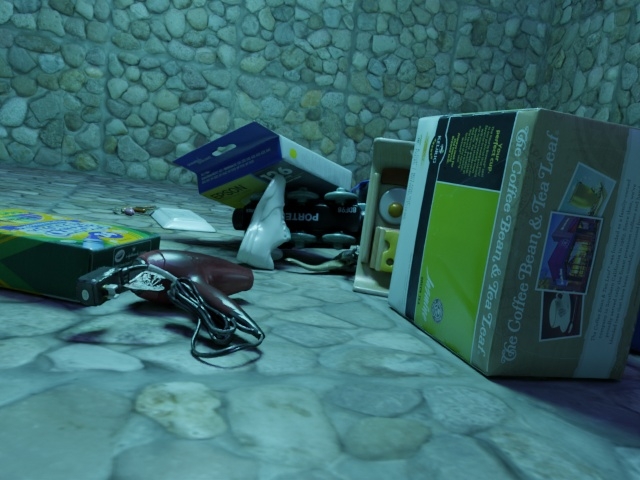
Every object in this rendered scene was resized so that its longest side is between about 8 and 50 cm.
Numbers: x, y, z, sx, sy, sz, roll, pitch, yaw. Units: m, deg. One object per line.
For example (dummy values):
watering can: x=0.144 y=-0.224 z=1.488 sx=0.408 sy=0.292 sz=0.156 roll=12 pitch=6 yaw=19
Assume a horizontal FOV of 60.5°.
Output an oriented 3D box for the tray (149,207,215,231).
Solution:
tray: x=-0.407 y=-0.064 z=1.605 sx=0.145 sy=0.030 sz=0.270 roll=3 pitch=9 yaw=-26

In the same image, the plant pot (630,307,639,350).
plant pot: x=0.626 y=0.080 z=0.922 sx=0.212 sy=0.236 sz=0.236 roll=19 pitch=12 yaw=24

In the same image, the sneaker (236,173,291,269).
sneaker: x=-0.100 y=-0.036 z=1.163 sx=0.094 sy=0.212 sz=0.080 roll=22 pitch=-20 yaw=-7

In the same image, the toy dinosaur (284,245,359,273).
toy dinosaur: x=0.063 y=0.046 z=1.186 sx=0.268 sy=0.064 sz=0.118 roll=-1 pitch=-3 yaw=-45

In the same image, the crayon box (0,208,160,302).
crayon box: x=-0.442 y=0.011 z=0.844 sx=0.322 sy=0.083 sz=0.203 roll=9 pitch=8 yaw=8

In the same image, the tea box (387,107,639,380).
tea box: x=0.280 y=-0.009 z=0.817 sx=0.219 sy=0.329 sz=0.323 roll=6 pitch=9 yaw=-16

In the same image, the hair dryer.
hair dryer: x=-0.165 y=0.083 z=0.746 sx=0.223 sy=0.080 sz=0.293 roll=25 pitch=15 yaw=5

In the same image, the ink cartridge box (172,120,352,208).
ink cartridge box: x=-0.137 y=-0.145 z=1.282 sx=0.303 sy=0.072 sz=0.307 roll=-14 pitch=-22 yaw=41

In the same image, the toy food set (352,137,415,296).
toy food set: x=0.190 y=-0.035 z=1.054 sx=0.219 sy=0.306 sz=0.092 roll=8 pitch=-9 yaw=7

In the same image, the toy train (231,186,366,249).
toy train: x=-0.033 y=-0.040 z=1.287 sx=0.333 sy=0.142 sz=0.190 roll=0 pitch=-10 yaw=11

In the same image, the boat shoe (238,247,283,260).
boat shoe: x=-0.127 y=0.034 z=1.196 sx=0.100 sy=0.035 sz=0.035 roll=8 pitch=34 yaw=-27

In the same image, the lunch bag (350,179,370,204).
lunch bag: x=0.313 y=-0.077 z=1.687 sx=0.327 sy=0.239 sz=0.385 roll=1 pitch=18 yaw=-33

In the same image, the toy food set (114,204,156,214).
toy food set: x=-0.553 y=-0.090 z=1.652 sx=0.122 sy=0.019 sz=0.078 roll=-3 pitch=13 yaw=-23
